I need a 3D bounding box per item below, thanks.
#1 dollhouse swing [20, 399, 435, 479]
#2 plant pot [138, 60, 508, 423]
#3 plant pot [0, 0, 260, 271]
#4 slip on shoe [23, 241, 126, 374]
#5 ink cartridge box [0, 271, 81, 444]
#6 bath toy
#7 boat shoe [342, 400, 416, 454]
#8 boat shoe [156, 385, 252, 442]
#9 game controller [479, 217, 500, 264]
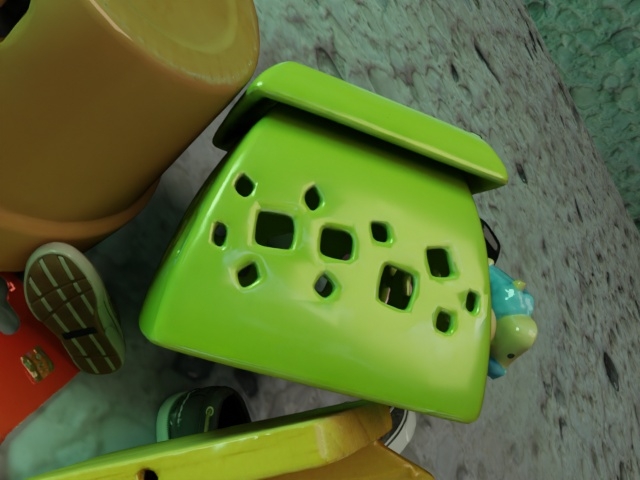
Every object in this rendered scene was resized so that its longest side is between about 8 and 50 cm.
[{"bbox_3d":[-0.051,0.286,0.326,0.305,0.315,0.346,79,-1,-79],"label":"dollhouse swing"},{"bbox_3d":[0.000,0.000,0.505,0.228,0.227,0.207,19,81,-15],"label":"plant pot"},{"bbox_3d":[-0.179,-0.146,0.435,0.291,0.204,0.290,40,39,-42],"label":"plant pot"},{"bbox_3d":[-0.175,0.045,0.470,0.135,0.052,0.041,80,0,-45],"label":"slip on shoe"},{"bbox_3d":[-0.259,0.069,0.374,0.189,0.066,0.232,61,39,-13],"label":"ink cartridge box"},{"bbox_3d":[0.071,0.053,0.704,0.348,0.129,0.151,20,15,-22],"label":"bath toy"},{"bbox_3d":[0.036,0.214,0.694,0.219,0.078,0.070,-30,100,-54],"label":"boat shoe"},{"bbox_3d":[-0.076,0.235,0.531,0.081,0.069,0.227,-6,79,-55],"label":"boat shoe"},{"bbox_3d":[0.206,0.018,1.035,0.166,0.067,0.319,58,35,-6],"label":"game controller"}]
